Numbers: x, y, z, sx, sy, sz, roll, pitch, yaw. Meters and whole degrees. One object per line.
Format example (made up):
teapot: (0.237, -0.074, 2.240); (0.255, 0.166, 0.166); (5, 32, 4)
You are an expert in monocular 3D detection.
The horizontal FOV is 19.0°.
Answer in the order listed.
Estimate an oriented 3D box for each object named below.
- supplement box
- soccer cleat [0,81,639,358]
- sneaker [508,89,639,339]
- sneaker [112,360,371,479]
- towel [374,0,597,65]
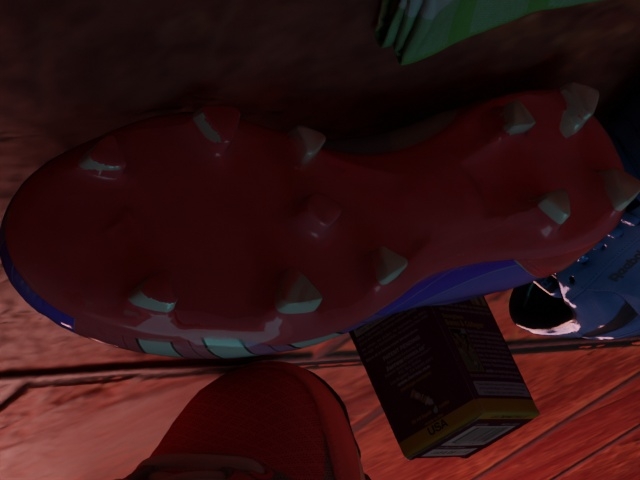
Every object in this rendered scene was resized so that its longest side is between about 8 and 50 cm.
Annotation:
supplement box: (0.047, 0.046, 0.796); (0.043, 0.083, 0.055); (-34, 158, 26)
soccer cleat: (0.000, 0.000, 0.644); (0.248, 0.083, 0.095); (-12, 162, -36)
sneaker: (0.123, -0.009, 0.770); (0.082, 0.069, 0.209); (-16, 159, -12)
sneaker: (-0.064, 0.136, 0.728); (0.116, 0.314, 0.136); (-8, 126, 27)
towel: (0.079, -0.103, 0.547); (0.113, 0.023, 0.152); (-18, 159, -15)
